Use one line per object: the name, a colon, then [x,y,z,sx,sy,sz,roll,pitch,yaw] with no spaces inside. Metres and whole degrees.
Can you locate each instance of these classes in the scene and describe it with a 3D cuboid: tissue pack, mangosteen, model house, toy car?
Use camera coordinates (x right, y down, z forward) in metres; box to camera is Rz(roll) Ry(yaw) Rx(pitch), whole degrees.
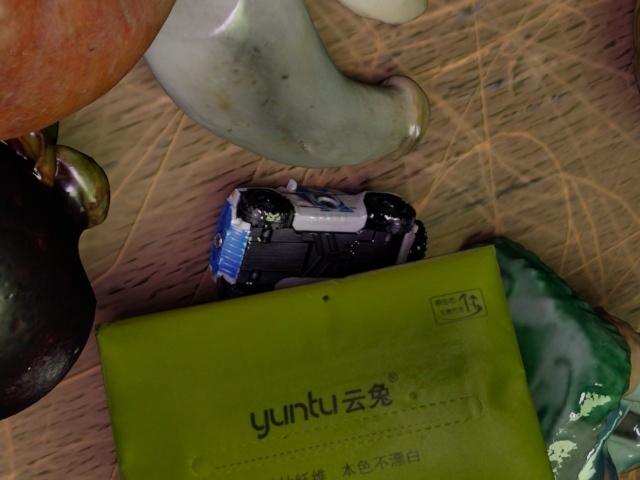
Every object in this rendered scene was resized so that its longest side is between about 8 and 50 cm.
tissue pack: [0.002,0.141,0.979,0.275,0.200,0.167,-11,161,-6]
mangosteen: [-0.207,-0.001,0.855,0.230,0.194,0.194,-55,136,-26]
model house: [0.221,0.175,1.215,0.325,0.194,0.267,17,108,-41]
toy car: [0.000,0.000,1.040,0.171,0.070,0.080,1,118,-30]

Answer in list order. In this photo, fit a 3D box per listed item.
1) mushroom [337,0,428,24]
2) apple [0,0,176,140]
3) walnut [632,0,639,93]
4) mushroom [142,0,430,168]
mushroom: [0.102,-0.263,0.830,0.314,0.314,0.336,11,133,-36]
apple: [-0.191,-0.176,0.725,0.253,0.253,0.253,-15,125,-23]
walnut: [0.334,-0.145,1.079,0.198,0.198,0.245,-40,129,-4]
mushroom: [-0.027,-0.109,0.946,0.118,0.103,0.270,-43,142,9]
